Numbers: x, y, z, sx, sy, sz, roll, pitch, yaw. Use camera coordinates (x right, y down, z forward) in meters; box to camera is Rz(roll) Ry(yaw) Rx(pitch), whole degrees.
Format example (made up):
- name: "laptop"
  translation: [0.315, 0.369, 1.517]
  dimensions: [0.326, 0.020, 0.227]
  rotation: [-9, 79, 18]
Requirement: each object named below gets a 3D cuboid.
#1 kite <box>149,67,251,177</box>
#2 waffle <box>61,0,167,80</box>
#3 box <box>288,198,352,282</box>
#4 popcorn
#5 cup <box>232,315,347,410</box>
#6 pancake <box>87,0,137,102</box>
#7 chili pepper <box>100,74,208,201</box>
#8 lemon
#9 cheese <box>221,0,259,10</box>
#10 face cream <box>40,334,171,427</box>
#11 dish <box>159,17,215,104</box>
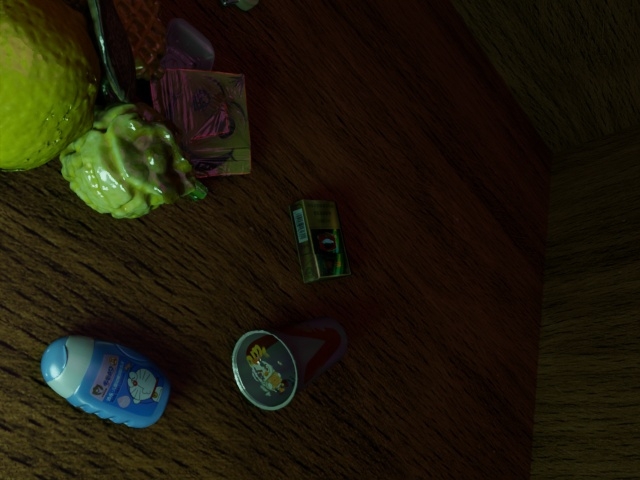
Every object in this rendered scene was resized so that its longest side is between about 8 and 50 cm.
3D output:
- name: "kite"
  translation: [-0.290, -0.316, 1.576]
  dimensions: [0.377, 0.013, 0.327]
  rotation: [48, 66, -31]
- name: "waffle"
  translation: [-0.449, -0.509, 1.365]
  dimensions: [0.307, 0.060, 0.312]
  rotation: [9, 70, -64]
- name: "box"
  translation: [0.000, 0.000, 1.820]
  dimensions: [0.159, 0.071, 0.240]
  rotation: [-3, 78, -52]
- name: "popcorn"
  translation: [-0.400, -0.175, 1.310]
  dimensions: [0.293, 0.237, 0.293]
  rotation: [18, 64, -43]
- name: "cup"
  translation: [-0.060, 0.288, 1.567]
  dimensions: [0.288, 0.203, 0.203]
  rotation: [-11, 84, -56]
- name: "pancake"
  translation: [-0.407, -0.402, 1.200]
  dimensions: [0.250, 0.031, 0.250]
  rotation: [169, -90, -87]
- name: "chili pepper"
  translation: [-0.399, -0.234, 1.450]
  dimensions: [0.076, 0.085, 0.359]
  rotation: [-47, 115, -18]
- name: "lemon"
  translation: [-0.581, -0.306, 1.078]
  dimensions: [0.387, 0.349, 0.350]
  rotation: [28, 55, -28]
- name: "cheese"
  translation: [-0.240, -0.736, 1.855]
  dimensions: [0.092, 0.047, 0.171]
  rotation: [45, 46, -24]
- name: "face cream"
  translation: [-0.428, 0.273, 1.221]
  dimensions: [0.264, 0.083, 0.149]
  rotation: [35, 48, -34]
- name: "dish"
  translation: [-0.363, -0.466, 1.597]
  dimensions: [0.154, 0.064, 0.234]
  rotation: [33, 54, -36]
